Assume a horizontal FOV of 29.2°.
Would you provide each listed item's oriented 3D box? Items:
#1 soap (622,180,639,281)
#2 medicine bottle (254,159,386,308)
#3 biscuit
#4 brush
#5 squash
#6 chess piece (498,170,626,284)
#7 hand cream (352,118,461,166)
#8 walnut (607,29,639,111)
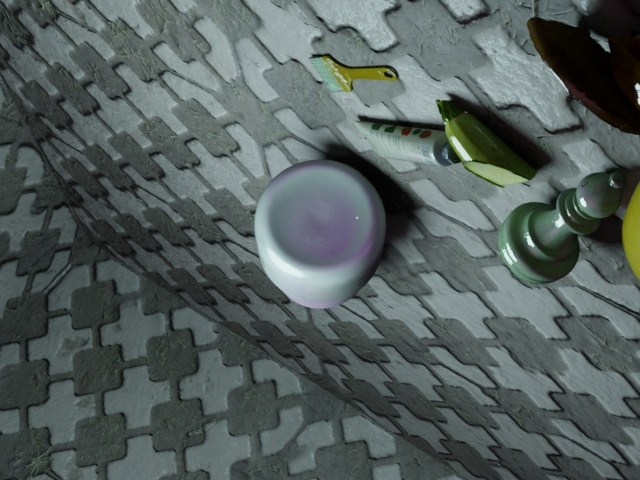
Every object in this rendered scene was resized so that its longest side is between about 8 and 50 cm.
[{"bbox_3d":[0.576,0.012,1.739,0.306,0.115,0.427,29,157,17],"label":"soap"},{"bbox_3d":[0.000,0.000,2.466,0.256,0.256,0.325,36,168,9],"label":"medicine bottle"},{"bbox_3d":[0.379,-0.216,1.632,0.228,0.176,0.031,15,137,-31],"label":"biscuit"},{"bbox_3d":[0.063,-0.289,2.131,0.205,0.011,0.083,9,142,51],"label":"brush"},{"bbox_3d":[0.253,-0.152,1.999,0.200,0.075,0.090,42,-176,-1],"label":"squash"},{"bbox_3d":[0.401,-0.040,1.945,0.139,0.139,0.272,40,146,-1],"label":"chess piece"},{"bbox_3d":[0.155,-0.169,2.162,0.095,0.059,0.276,51,161,-29],"label":"hand cream"},{"bbox_3d":[0.448,-0.200,1.554,0.207,0.116,0.116,40,160,23],"label":"walnut"}]
